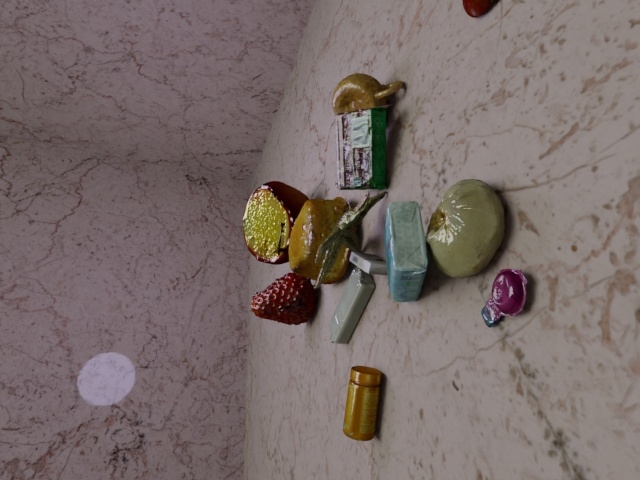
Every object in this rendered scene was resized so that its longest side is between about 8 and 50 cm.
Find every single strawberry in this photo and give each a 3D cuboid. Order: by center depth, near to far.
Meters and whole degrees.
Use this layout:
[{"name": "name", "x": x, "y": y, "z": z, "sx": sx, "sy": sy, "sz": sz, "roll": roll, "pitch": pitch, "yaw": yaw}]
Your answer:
[{"name": "strawberry", "x": -0.141, "y": 0.263, "z": 1.789, "sx": 0.253, "sy": 0.281, "sz": 0.150, "roll": -68, "pitch": 24, "yaw": 8}]

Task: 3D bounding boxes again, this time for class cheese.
[{"name": "cheese", "x": 0.359, "y": 0.115, "z": 0.799, "sx": 0.095, "sy": 0.038, "sz": 0.145, "roll": -99, "pitch": 20, "yaw": -44}]

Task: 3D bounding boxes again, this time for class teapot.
[{"name": "teapot", "x": 0.165, "y": -0.501, "z": 1.445, "sx": 0.312, "sy": 0.203, "sz": 0.167, "roll": -11, "pitch": 27, "yaw": 48}]

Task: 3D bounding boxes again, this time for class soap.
[{"name": "soap", "x": 0.138, "y": -0.305, "z": 1.362, "sx": 0.218, "sy": 0.098, "sz": 0.272, "roll": 8, "pitch": 105, "yaw": 46}]

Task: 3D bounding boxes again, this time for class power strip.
[{"name": "power strip", "x": 0.101, "y": 0.241, "z": 1.427, "sx": 0.098, "sy": 0.058, "sz": 0.338, "roll": -110, "pitch": 35, "yaw": -53}]

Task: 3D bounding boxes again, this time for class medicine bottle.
[{"name": "medicine bottle", "x": 0.124, "y": 0.479, "z": 1.204, "sx": 0.096, "sy": 0.097, "sz": 0.191, "roll": 176, "pitch": 102, "yaw": -70}]

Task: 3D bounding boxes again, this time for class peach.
[{"name": "peach", "x": -0.190, "y": -0.087, "z": 2.002, "sx": 0.336, "sy": 0.310, "sz": 0.404, "roll": 4, "pitch": 97, "yaw": 33}]

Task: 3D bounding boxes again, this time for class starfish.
[{"name": "starfish", "x": 0.076, "y": -0.024, "z": 1.291, "sx": 0.078, "sy": 0.358, "sz": 0.346, "roll": 37, "pitch": 121, "yaw": 19}]

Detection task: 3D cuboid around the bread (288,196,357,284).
[{"name": "bread", "x": 0.001, "y": -0.002, "z": 1.600, "sx": 0.358, "sy": 0.205, "sz": 0.336, "roll": 134, "pitch": 136, "yaw": -56}]

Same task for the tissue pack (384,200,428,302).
[{"name": "tissue pack", "x": 0.208, "y": 0.039, "z": 1.021, "sx": 0.263, "sy": 0.089, "sz": 0.176, "roll": 74, "pitch": -167, "yaw": -66}]

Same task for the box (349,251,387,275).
[{"name": "box", "x": 0.161, "y": 0.073, "z": 1.294, "sx": 0.154, "sy": 0.084, "sz": 0.040, "roll": -148, "pitch": 69, "yaw": -69}]

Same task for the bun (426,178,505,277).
[{"name": "bun", "x": 0.298, "y": -0.029, "z": 0.896, "sx": 0.222, "sy": 0.128, "sz": 0.222, "roll": -174, "pitch": 90, "yaw": -71}]

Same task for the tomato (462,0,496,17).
[{"name": "tomato", "x": 0.382, "y": -0.653, "z": 0.974, "sx": 0.189, "sy": 0.100, "sz": 0.173, "roll": 132, "pitch": 140, "yaw": -59}]
